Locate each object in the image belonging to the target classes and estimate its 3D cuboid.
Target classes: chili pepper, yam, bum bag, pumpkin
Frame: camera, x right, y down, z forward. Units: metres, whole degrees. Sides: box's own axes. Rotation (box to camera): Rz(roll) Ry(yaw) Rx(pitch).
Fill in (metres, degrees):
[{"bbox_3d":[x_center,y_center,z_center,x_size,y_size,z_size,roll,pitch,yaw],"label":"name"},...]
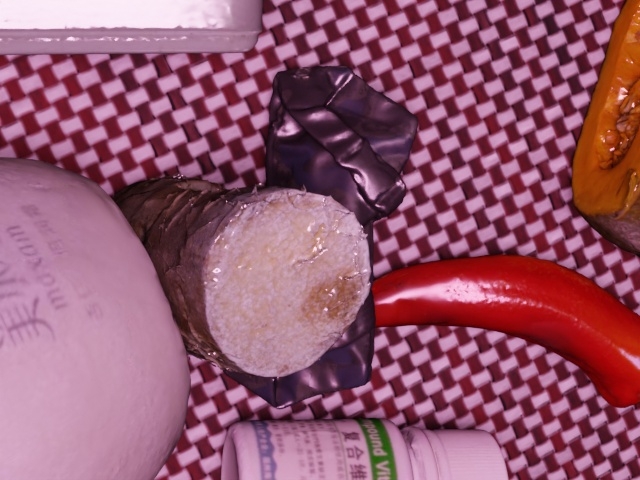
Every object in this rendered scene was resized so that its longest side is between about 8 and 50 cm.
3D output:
[{"bbox_3d":[0.201,0.085,1.016,0.368,0.092,0.137,23,106,-6],"label":"chili pepper"},{"bbox_3d":[-0.077,0.024,0.850,0.154,0.254,0.154,-3,94,-34],"label":"yam"},{"bbox_3d":[0.000,0.000,0.952,0.137,0.074,0.310,11,95,15],"label":"bum bag"},{"bbox_3d":[0.346,-0.133,0.958,0.139,0.222,0.317,22,87,-12],"label":"pumpkin"}]

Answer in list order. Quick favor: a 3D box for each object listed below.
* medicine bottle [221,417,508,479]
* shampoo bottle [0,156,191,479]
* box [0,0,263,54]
[{"bbox_3d":[0.036,0.226,0.948,0.236,0.139,0.139,3,92,-12],"label":"medicine bottle"},{"bbox_3d":[-0.268,0.101,0.777,0.317,0.322,0.323,-25,99,-35],"label":"shampoo bottle"},{"bbox_3d":[-0.186,-0.241,0.864,0.311,0.175,0.183,-2,102,-13],"label":"box"}]
